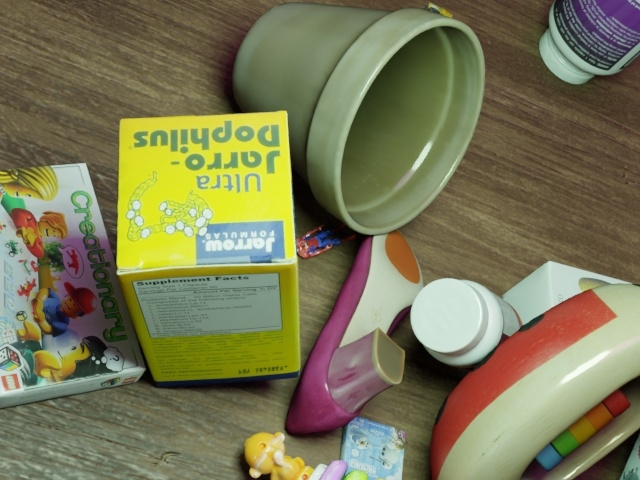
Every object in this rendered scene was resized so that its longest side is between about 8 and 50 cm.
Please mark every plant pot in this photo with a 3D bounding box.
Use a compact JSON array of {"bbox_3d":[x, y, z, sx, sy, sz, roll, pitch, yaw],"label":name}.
[{"bbox_3d":[0.033,-0.209,1.678,0.280,0.323,0.323,31,44,34],"label":"plant pot"}]

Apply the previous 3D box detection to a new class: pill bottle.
[{"bbox_3d":[0.529,-0.416,2.046,0.181,0.323,0.182,13,58,-22],"label":"pill bottle"},{"bbox_3d":[0.208,0.122,1.635,0.221,0.121,0.121,27,40,-64],"label":"pill bottle"}]

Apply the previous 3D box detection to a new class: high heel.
[{"bbox_3d":[0.040,0.113,1.653,0.127,0.181,0.377,48,28,-17],"label":"high heel"}]

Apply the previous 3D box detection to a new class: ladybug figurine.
[{"bbox_3d":[0.317,0.212,1.579,0.449,0.305,0.162,-37,58,0],"label":"ladybug figurine"}]

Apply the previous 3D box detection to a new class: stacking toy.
[{"bbox_3d":[0.026,0.345,1.477,0.301,0.166,0.175,34,69,7],"label":"stacking toy"}]

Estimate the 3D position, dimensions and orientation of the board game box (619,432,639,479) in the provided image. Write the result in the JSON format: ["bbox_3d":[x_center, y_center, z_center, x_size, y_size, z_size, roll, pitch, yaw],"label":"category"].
[{"bbox_3d":[0.568,0.363,1.701,0.224,0.097,0.303,28,80,-14],"label":"board game box"}]

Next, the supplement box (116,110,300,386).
[{"bbox_3d":[-0.126,0.022,1.399,0.194,0.356,0.195,-3,63,-3],"label":"supplement box"}]

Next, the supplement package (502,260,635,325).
[{"bbox_3d":[0.421,0.143,1.796,0.244,0.134,0.139,14,58,-21],"label":"supplement package"}]

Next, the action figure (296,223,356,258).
[{"bbox_3d":[0.000,0.000,1.717,0.115,0.030,0.038,-21,80,-33],"label":"action figure"}]

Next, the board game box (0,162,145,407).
[{"bbox_3d":[-0.358,0.050,1.478,0.193,0.053,0.305,-8,68,-32],"label":"board game box"}]

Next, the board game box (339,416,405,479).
[{"bbox_3d":[0.071,0.295,1.594,0.090,0.020,0.090,19,57,-18],"label":"board game box"}]

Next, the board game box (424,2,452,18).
[{"bbox_3d":[0.140,-0.275,1.855,0.048,0.170,0.141,24,56,-17],"label":"board game box"}]
